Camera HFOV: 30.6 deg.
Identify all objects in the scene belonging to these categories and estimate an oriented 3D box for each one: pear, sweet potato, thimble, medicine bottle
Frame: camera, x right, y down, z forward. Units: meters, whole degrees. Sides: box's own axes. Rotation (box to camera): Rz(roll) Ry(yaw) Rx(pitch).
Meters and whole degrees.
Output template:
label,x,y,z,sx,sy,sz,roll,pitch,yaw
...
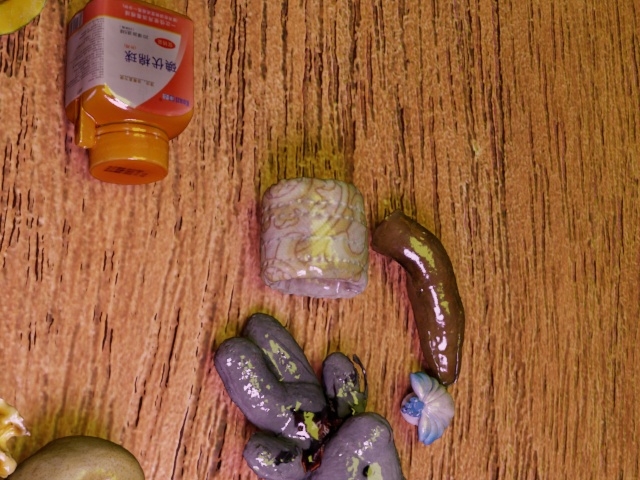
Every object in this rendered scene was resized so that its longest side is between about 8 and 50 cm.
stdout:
label,x,y,z,sx,sy,sz,roll,pitch,yaw
pear,-0.281,0.301,1.324,0.167,0.137,0.167,13,69,-38
sweet potato,0.157,0.087,1.778,0.112,0.085,0.285,-18,99,-9
thimble,0.000,0.000,1.637,0.190,0.137,0.143,15,67,-46
medicine bottle,-0.247,-0.192,1.517,0.149,0.112,0.222,10,70,-36

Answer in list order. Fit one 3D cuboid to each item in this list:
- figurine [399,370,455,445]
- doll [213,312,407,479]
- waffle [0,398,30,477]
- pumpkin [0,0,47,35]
label,x,y,z,sx,sy,sz,roll,pitch,yaw
figurine,0.160,0.249,1.735,0.114,0.079,0.114,-19,90,-77
doll,0.003,0.244,1.549,0.246,0.158,0.340,-32,94,-52
waffle,-0.453,0.175,1.250,0.283,0.065,0.309,10,68,-22
pumpkin,-0.439,-0.341,1.428,0.217,0.110,0.217,23,59,-45
